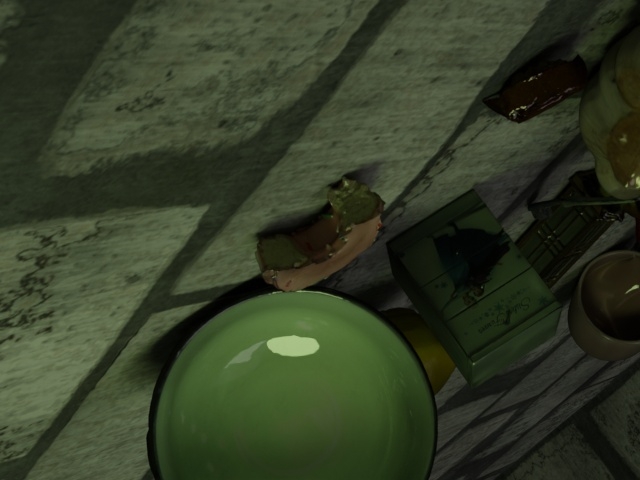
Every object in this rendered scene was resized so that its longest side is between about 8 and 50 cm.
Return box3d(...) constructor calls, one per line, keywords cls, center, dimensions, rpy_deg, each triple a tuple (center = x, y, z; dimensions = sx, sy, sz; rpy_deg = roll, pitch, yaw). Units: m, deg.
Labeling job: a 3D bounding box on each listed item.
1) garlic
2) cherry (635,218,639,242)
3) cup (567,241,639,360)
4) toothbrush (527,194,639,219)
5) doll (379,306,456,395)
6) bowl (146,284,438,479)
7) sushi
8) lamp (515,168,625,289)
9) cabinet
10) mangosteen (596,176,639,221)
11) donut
box3d(cls="garlic", center=(0.426, -0.178, 1.571), dimensions=(0.203, 0.185, 0.281), rpy_deg=(-26, 138, -26))
box3d(cls="cherry", center=(0.635, -0.089, 2.046), dimensions=(0.300, 0.203, 0.230), rpy_deg=(-35, 169, 25))
box3d(cls="cup", center=(0.609, 0.114, 2.537), dimensions=(0.200, 0.191, 0.253), rpy_deg=(86, 29, -71))
box3d(cls="toothbrush", center=(0.373, -0.054, 1.791), dimensions=(0.026, 0.028, 0.294), rpy_deg=(-22, -177, -19))
box3d(cls="doll", center=(0.004, 0.241, 1.833), dimensions=(0.423, 0.161, 0.348), rpy_deg=(1, 136, -41))
box3d(cls="bowl", center=(-0.040, 0.236, 1.596), dimensions=(0.354, 0.354, 0.185), rpy_deg=(-31, 178, -8))
box3d(cls="sushi", center=(0.253, -0.178, 1.470), dimensions=(0.120, 0.055, 0.052), rpy_deg=(-30, 173, 20))
box3d(cls="lamp", center=(0.370, 0.016, 2.041), dimensions=(0.090, 0.089, 0.325), rpy_deg=(-15, 151, -41))
box3d(cls="cabinet", center=(0.210, 0.067, 1.730), dimensions=(0.145, 0.206, 0.150), rpy_deg=(-32, 160, -5))
box3d(cls="mangosteen", center=(0.480, -0.115, 1.806), dimensions=(0.184, 0.172, 0.172), rpy_deg=(-3, 144, -39))
box3d(cls="donut", center=(0.000, 0.000, 1.462), dimensions=(0.166, 0.065, 0.117), rpy_deg=(-30, 158, -8))
